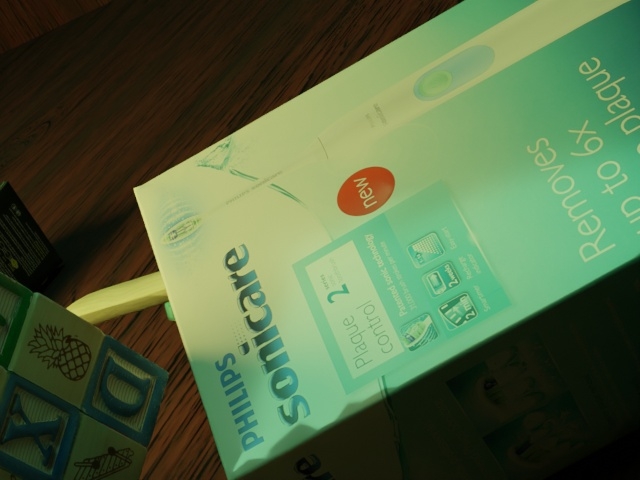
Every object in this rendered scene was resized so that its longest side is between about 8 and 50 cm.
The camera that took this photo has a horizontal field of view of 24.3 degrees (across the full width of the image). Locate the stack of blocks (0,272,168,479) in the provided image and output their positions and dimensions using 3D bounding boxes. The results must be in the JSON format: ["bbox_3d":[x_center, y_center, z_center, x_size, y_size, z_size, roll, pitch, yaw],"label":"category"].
[{"bbox_3d":[-0.191,0.157,0.647,0.087,0.171,0.297,-20,45,42],"label":"stack of blocks"}]

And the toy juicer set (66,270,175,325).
[{"bbox_3d":[0.000,0.000,1.037,0.209,0.089,0.329,-11,16,37],"label":"toy juicer set"}]

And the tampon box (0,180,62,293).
[{"bbox_3d":[-0.350,0.040,1.425,0.120,0.101,0.161,-19,24,31],"label":"tampon box"}]

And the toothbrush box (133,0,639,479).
[{"bbox_3d":[0.077,0.003,0.757,0.296,0.126,0.216,-29,45,7],"label":"toothbrush box"}]
